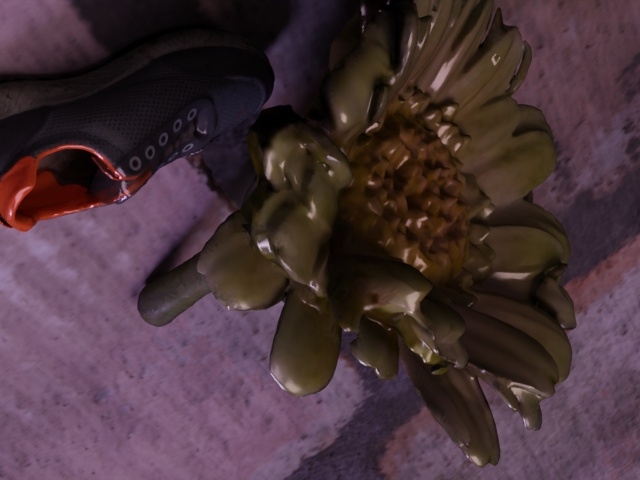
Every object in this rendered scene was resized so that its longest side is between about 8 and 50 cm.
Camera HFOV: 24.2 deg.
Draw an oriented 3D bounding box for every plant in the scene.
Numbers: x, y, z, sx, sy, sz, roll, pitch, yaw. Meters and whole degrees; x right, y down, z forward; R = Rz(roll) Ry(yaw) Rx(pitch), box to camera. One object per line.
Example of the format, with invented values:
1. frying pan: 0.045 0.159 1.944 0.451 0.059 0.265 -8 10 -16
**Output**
1. plant: 0.025 -0.038 0.854 0.305 0.297 0.261 12 95 -45

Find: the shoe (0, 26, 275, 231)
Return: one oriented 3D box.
1. shoe: -0.103 -0.054 0.795 0.194 0.077 0.074 -17 141 -28
